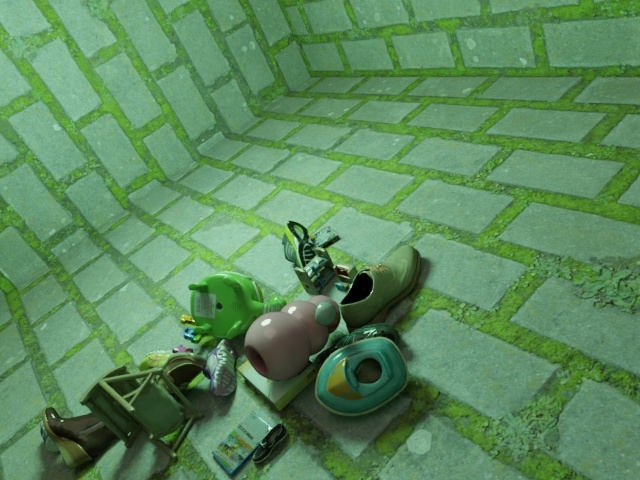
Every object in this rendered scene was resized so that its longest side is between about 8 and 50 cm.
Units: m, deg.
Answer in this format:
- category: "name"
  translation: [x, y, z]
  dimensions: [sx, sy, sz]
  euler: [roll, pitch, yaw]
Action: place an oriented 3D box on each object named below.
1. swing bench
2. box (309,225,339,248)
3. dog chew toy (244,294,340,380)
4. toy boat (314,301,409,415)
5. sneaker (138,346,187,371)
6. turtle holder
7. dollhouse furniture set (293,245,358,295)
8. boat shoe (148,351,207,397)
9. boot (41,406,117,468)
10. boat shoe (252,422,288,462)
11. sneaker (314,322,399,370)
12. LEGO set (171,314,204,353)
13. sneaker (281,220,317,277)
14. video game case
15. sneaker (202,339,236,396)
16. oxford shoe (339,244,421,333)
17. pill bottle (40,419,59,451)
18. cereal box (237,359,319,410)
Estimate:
- category: "swing bench"
  translation: [-0.555, 0.526, 1.639]
  dimensions: [0.255, 0.253, 0.165]
  euler: [-3, 40, 33]
- category: "box"
  translation: [0.000, 0.000, 2.184]
  dimensions: [0.137, 0.027, 0.094]
  euler: [-31, 34, -5]
- category: "dog chew toy"
  translation: [-0.068, 0.281, 1.616]
  dimensions: [0.332, 0.206, 0.207]
  euler: [-30, 28, -35]
- category: "toy boat"
  translation: [0.076, 0.321, 1.458]
  dimensions: [0.268, 0.148, 0.318]
  euler: [-30, 68, 2]
- category: "sneaker"
  translation: [-0.579, 0.455, 1.918]
  dimensions: [0.209, 0.081, 0.094]
  euler: [-18, 36, 14]
- category: "turtle holder"
  translation: [-0.301, 0.215, 1.902]
  dimensions: [0.320, 0.243, 0.227]
  euler: [-28, -8, 18]
- category: "dollhouse furniture set"
  translation: [0.023, 0.121, 1.900]
  dimensions: [0.184, 0.129, 0.129]
  euler: [13, 50, 46]
- category: "boat shoe"
  translation: [-0.488, 0.470, 1.761]
  dimensions: [0.324, 0.123, 0.116]
  euler: [-36, 36, 38]
- category: "boot"
  translation: [-0.804, 0.620, 1.786]
  dimensions: [0.207, 0.090, 0.248]
  euler: [-35, 65, -21]
- category: "boat shoe"
  translation: [-0.146, 0.568, 1.477]
  dimensions: [0.125, 0.038, 0.046]
  euler: [-39, 34, -18]
- category: "sneaker"
  translation: [0.111, 0.328, 1.600]
  dimensions: [0.267, 0.101, 0.106]
  euler: [-22, 15, 4]
- category: "LEGO set"
  translation: [-0.485, 0.331, 1.944]
  dimensions: [0.093, 0.087, 0.227]
  euler: [13, 27, 8]
- category: "sneaker"
  translation: [-0.080, 0.057, 2.103]
  dimensions: [0.111, 0.121, 0.300]
  euler: [7, 38, -27]
- category: "video game case"
  translation: [-0.226, 0.588, 1.531]
  dimensions: [0.166, 0.015, 0.119]
  euler: [-42, 36, -22]
- category: "sneaker"
  translation: [-0.347, 0.442, 1.765]
  dimensions: [0.105, 0.095, 0.236]
  euler: [-30, 27, 9]
- category: "oxford shoe"
  translation: [0.205, 0.132, 1.733]
  dimensions: [0.140, 0.146, 0.397]
  euler: [5, 44, 42]
- category: "pill bottle"
  translation: [-0.950, 0.683, 1.870]
  dimensions: [0.078, 0.078, 0.137]
  euler: [-42, 35, -22]
- category: "cereal box"
  translation: [-0.136, 0.416, 1.674]
  dimensions: [0.173, 0.047, 0.240]
  euler: [-39, 33, -22]
